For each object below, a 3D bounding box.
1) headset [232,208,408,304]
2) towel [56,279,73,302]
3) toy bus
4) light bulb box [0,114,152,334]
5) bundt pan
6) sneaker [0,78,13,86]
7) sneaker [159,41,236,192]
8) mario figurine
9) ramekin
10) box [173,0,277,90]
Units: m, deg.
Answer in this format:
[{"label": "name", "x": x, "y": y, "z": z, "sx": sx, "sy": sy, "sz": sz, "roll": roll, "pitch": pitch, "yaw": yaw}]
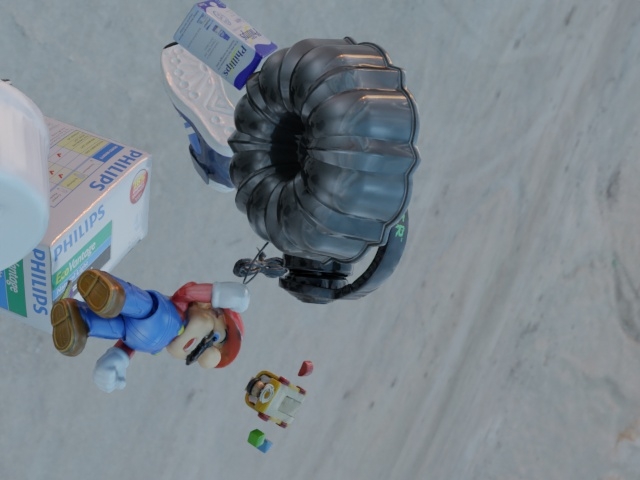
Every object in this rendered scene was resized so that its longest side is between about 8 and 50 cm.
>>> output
[{"label": "headset", "x": 0.000, "y": 0.000, "z": 1.433, "sx": 0.185, "sy": 0.394, "sz": 0.244, "roll": 7, "pitch": 67, "yaw": -48}, {"label": "towel", "x": -0.442, "y": 0.111, "z": 1.421, "sx": 0.083, "sy": 0.009, "sz": 0.060, "roll": 108, "pitch": -3, "yaw": -52}, {"label": "toy bus", "x": -0.114, "y": 0.340, "z": 1.814, "sx": 0.191, "sy": 0.104, "sz": 0.202, "roll": -30, "pitch": 136, "yaw": -47}, {"label": "light bulb box", "x": -0.576, "y": -0.059, "z": 1.613, "sx": 0.358, "sy": 0.360, "sz": 0.225, "roll": -57, "pitch": 164, "yaw": -49}, {"label": "bundt pan", "x": -0.020, "y": -0.127, "z": 1.152, "sx": 0.124, "sy": 0.331, "sz": 0.331, "roll": 0, "pitch": 116, "yaw": -40}, {"label": "sneaker", "x": -0.610, "y": -0.180, "z": 1.390, "sx": 0.283, "sy": 0.107, "sz": 0.124, "roll": -62, "pitch": 143, "yaw": -56}, {"label": "sneaker", "x": -0.267, "y": -0.256, "z": 1.840, "sx": 0.130, "sy": 0.323, "sz": 0.236, "roll": -25, "pitch": 160, "yaw": -24}, {"label": "mario figurine", "x": -0.222, "y": 0.139, "z": 1.217, "sx": 0.320, "sy": 0.198, "sz": 0.170, "roll": 17, "pitch": 70, "yaw": -53}, {"label": "ramekin", "x": -0.456, "y": -0.062, "z": 0.977, "sx": 0.277, "sy": 0.135, "sz": 0.277, "roll": -15, "pitch": 151, "yaw": -9}, {"label": "box", "x": -0.152, "y": -0.323, "z": 1.346, "sx": 0.072, "sy": 0.137, "sz": 0.126, "roll": -50, "pitch": -173, "yaw": 21}]
